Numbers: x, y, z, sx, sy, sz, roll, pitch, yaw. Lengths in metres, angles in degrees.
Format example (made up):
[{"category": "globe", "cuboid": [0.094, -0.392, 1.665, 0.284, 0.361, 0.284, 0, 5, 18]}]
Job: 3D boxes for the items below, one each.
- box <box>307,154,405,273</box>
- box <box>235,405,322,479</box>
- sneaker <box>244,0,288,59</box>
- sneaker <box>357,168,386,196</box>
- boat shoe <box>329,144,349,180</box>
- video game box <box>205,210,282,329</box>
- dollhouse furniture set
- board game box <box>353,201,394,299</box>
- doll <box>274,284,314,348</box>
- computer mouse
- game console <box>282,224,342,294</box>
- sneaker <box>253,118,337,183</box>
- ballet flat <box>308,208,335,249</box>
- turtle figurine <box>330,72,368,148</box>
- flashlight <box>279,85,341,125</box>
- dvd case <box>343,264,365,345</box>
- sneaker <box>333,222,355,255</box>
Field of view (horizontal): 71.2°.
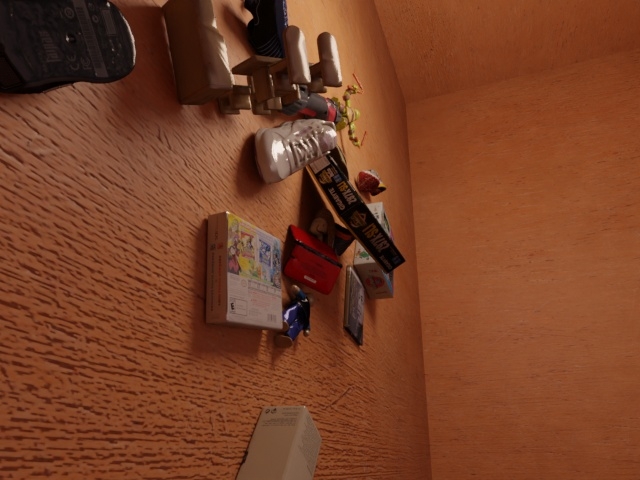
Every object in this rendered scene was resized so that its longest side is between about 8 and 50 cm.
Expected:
[{"category": "box", "cuboid": [0.102, -0.077, 1.267, 0.322, 0.079, 0.257, 46, 10, -47]}, {"category": "box", "cuboid": [-0.081, 0.422, 0.744, 0.275, 0.094, 0.113, -66, 142, -55]}, {"category": "sneaker", "cuboid": [-0.119, -0.460, 1.041, 0.232, 0.091, 0.081, 90, 2, -58]}, {"category": "sneaker", "cuboid": [0.193, -0.245, 1.815, 0.092, 0.088, 0.225, 65, 16, 15]}, {"category": "boat shoe", "cuboid": [0.064, -0.257, 1.474, 0.049, 0.056, 0.152, -60, 137, -52]}, {"category": "video game box", "cuboid": [-0.133, 0.065, 0.818, 0.205, 0.048, 0.186, 35, 52, -64]}, {"category": "dollhouse furniture set", "cuboid": [-0.124, -0.324, 0.773, 0.242, 0.212, 0.160, -14, 97, -43]}, {"category": "board game box", "cuboid": [0.212, 0.039, 1.704, 0.224, 0.098, 0.303, 62, 28, -42]}, {"category": "doll", "cuboid": [-0.052, 0.162, 1.002, 0.189, 0.046, 0.128, -40, 121, -67]}, {"category": "computer mouse", "cuboid": [-0.313, -0.230, 0.437, 0.262, 0.060, 0.183, -49, 133, -50]}, {"category": "game console", "cuboid": [-0.027, 0.047, 1.082, 0.144, 0.085, 0.124, 30, 80, -30]}, {"category": "sneaker", "cuboid": [-0.051, -0.220, 1.008, 0.305, 0.152, 0.114, -62, 141, -57]}, {"category": "ballet flat", "cuboid": [0.000, 0.000, 1.181, 0.067, 0.073, 0.206, 32, 50, -53]}, {"category": "turtle figurine", "cuboid": [0.088, -0.457, 1.581, 0.217, 0.087, 0.269, -28, 117, -61]}, {"category": "flashlight", "cuboid": [-0.040, -0.351, 1.182, 0.304, 0.103, 0.103, -15, 120, -65]}, {"category": "dvd case", "cuboid": [0.115, 0.214, 1.478, 0.164, 0.018, 0.221, 56, 32, -50]}, {"category": "sneaker", "cuboid": [0.052, 0.001, 1.324, 0.087, 0.083, 0.221, -58, 172, 5]}]
